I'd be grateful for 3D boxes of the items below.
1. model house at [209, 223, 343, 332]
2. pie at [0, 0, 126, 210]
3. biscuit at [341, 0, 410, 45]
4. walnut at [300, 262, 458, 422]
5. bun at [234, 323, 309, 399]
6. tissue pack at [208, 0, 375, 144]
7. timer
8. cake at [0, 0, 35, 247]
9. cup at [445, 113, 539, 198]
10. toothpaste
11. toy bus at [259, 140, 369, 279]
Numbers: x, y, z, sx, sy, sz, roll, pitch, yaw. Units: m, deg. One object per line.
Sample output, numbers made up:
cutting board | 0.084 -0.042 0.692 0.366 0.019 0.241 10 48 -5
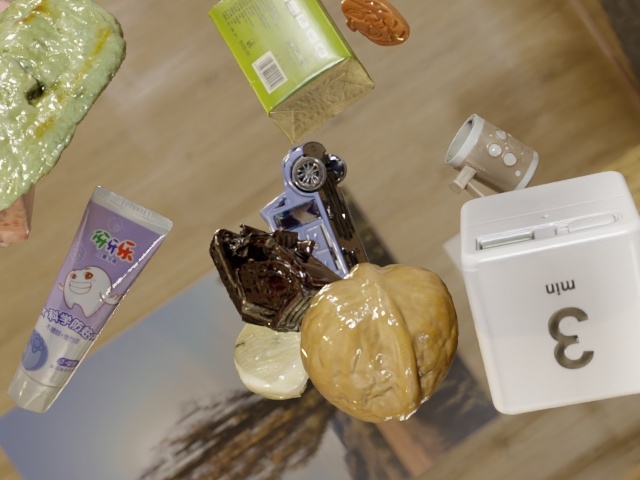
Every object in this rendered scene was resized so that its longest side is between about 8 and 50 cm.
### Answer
model house | -0.021 0.054 1.484 0.203 0.164 0.141 16 -114 -55
pie | -0.287 -0.117 1.018 0.201 0.248 0.090 12 156 44
biscuit | 0.060 -0.254 1.333 0.078 0.015 0.091 -5 146 47
walnut | 0.057 0.098 1.099 0.149 0.166 0.166 64 -177 40
bun | -0.061 0.216 2.238 0.116 0.210 0.237 50 -160 -39
tissue pack | -0.056 -0.365 2.206 0.274 0.200 0.167 60 -172 27
timer | 0.268 0.055 1.283 0.194 0.192 0.195 -73 -30 -67
cake | -0.531 -0.180 1.553 0.314 0.307 0.293 129 149 -72
cup | 0.214 -0.095 1.425 0.099 0.074 0.102 29 -143 -8
toothpaste | -0.359 0.093 1.724 0.125 0.371 0.080 28 -163 -13
toy bus | 0.000 0.000 1.757 0.292 0.133 0.125 69 -162 0
